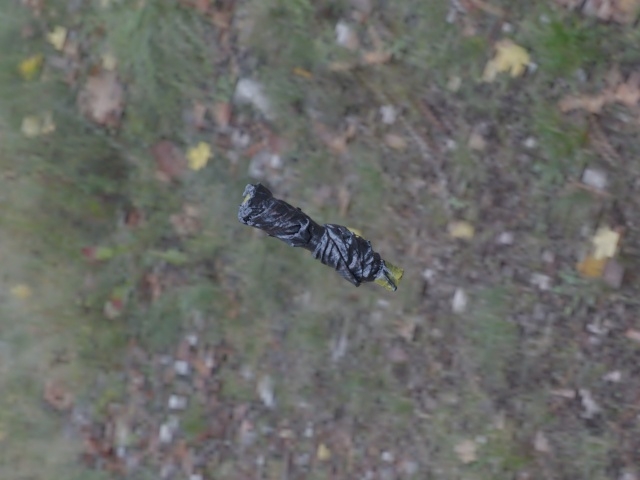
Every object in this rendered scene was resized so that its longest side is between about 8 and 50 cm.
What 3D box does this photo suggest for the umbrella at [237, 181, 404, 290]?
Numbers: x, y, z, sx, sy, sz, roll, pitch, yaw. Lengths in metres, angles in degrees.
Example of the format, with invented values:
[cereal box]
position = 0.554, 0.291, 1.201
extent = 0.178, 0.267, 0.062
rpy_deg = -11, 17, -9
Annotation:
[umbrella]
position = 0.000, 0.000, 1.271
extent = 0.037, 0.144, 0.040
rpy_deg = -57, 14, 19
